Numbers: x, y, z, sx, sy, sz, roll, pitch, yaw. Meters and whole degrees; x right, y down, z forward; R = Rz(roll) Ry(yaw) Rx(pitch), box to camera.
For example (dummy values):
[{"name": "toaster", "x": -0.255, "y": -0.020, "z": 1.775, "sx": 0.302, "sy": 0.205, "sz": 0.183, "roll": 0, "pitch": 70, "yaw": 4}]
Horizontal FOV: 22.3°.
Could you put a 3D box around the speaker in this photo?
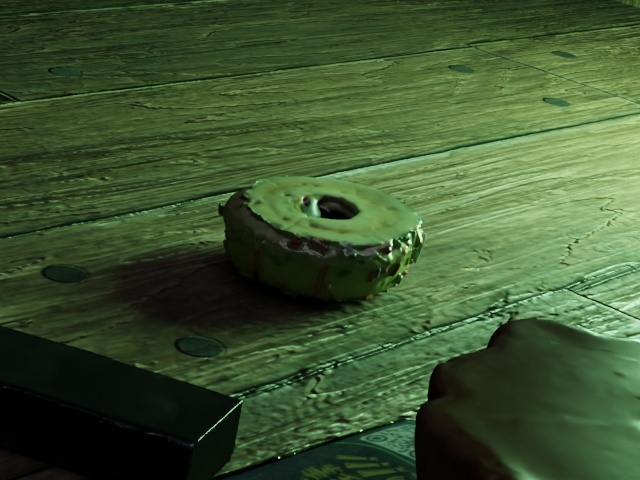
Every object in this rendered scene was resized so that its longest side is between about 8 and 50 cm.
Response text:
[{"name": "speaker", "x": -0.166, "y": 0.104, "z": 1.033, "sx": 0.218, "sy": 0.044, "sz": 0.082, "roll": 15, "pitch": 21, "yaw": 16}]

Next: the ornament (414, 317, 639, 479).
[{"name": "ornament", "x": 0.131, "y": 0.176, "z": 0.719, "sx": 0.221, "sy": 0.218, "sz": 0.235, "roll": 3, "pitch": 20, "yaw": -17}]

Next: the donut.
[{"name": "donut", "x": 0.000, "y": 0.000, "z": 1.363, "sx": 0.174, "sy": 0.068, "sz": 0.174, "roll": 7, "pitch": 22, "yaw": -3}]

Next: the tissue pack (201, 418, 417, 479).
[{"name": "tissue pack", "x": 0.030, "y": 0.171, "z": 0.891, "sx": 0.173, "sy": 0.073, "sz": 0.235, "roll": 18, "pitch": 21, "yaw": 40}]
